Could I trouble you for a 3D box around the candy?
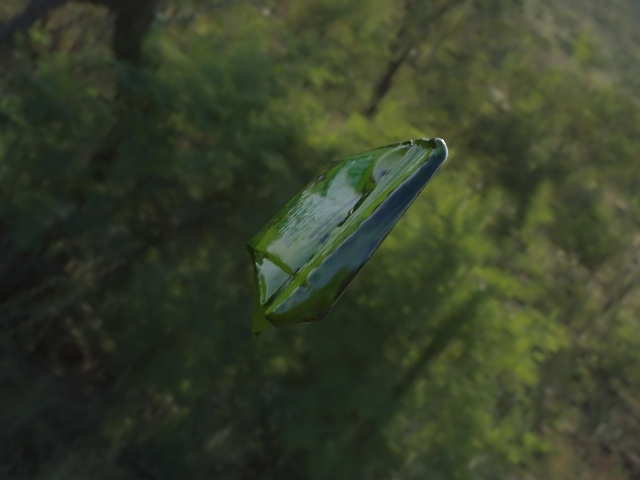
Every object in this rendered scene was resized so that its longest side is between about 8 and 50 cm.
[{"bbox_3d":[0.000,0.000,1.112,0.069,0.149,0.246,40,-10,1],"label":"candy"}]
